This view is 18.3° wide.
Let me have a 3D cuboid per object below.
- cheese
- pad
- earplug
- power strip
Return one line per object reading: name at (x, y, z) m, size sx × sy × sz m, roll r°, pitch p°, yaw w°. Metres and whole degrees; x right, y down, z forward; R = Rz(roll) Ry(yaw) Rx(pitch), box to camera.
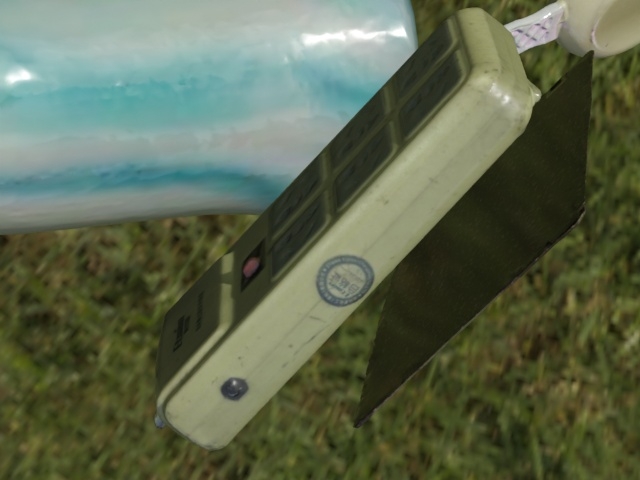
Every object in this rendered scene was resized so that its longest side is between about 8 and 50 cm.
cheese at (0.252, -0.222, 1.885) m, size 0.064 × 0.227 × 0.137 m, roll 49°, pitch 151°, yaw 33°
pad at (0.115, -0.011, 1.401) m, size 0.004 × 0.330 × 0.220 m, roll 41°, pitch 114°, yaw -10°
earplug at (-0.127, -0.076, 1.042) m, size 0.324 × 0.185 × 0.185 m, roll -10°, pitch 116°, yaw -30°
power strip at (0.000, 0.000, 0.619) m, size 0.028 × 0.076 × 0.169 m, roll 38°, pitch 107°, yaw -17°
